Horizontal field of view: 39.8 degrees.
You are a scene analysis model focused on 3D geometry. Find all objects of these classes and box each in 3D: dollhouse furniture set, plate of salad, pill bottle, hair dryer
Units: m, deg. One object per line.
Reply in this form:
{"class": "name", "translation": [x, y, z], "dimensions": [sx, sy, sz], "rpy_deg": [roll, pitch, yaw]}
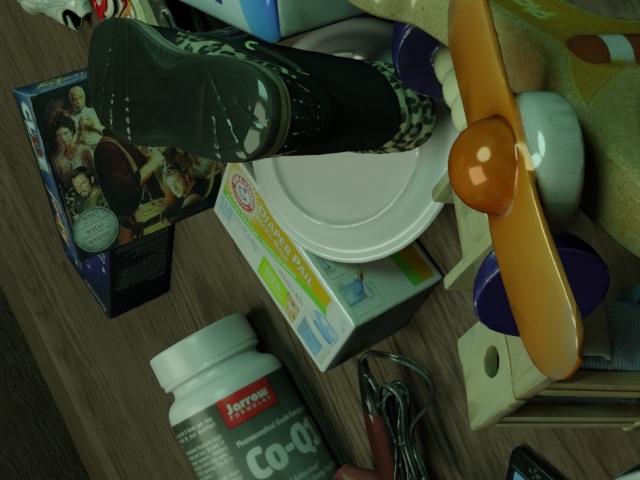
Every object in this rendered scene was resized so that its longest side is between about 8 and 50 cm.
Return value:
{"class": "dollhouse furniture set", "translation": [0.169, 0.018, 0.585], "dimensions": [0.129, 0.129, 0.183], "rpy_deg": [122, 148, -56]}
{"class": "plate of salad", "translation": [0.028, -0.081, 0.729], "dimensions": [0.200, 0.048, 0.199], "rpy_deg": [2, 93, 34]}
{"class": "pill bottle", "translation": [-0.091, 0.245, 1.119], "dimensions": [0.283, 0.161, 0.161], "rpy_deg": [61, 151, 6]}
{"class": "hair dryer", "translation": [0.089, 0.238, 0.917], "dimensions": [0.223, 0.080, 0.293], "rpy_deg": [64, 150, 17]}

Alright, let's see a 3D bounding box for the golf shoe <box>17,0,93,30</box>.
{"class": "golf shoe", "translation": [-0.365, -0.324, 1.222], "dimensions": [0.176, 0.069, 0.086], "rpy_deg": [0, 118, 60]}

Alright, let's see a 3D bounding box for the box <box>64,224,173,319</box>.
{"class": "box", "translation": [-0.308, -0.007, 1.332], "dimensions": [0.153, 0.108, 0.207], "rpy_deg": [49, 148, 25]}

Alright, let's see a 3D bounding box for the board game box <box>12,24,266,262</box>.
{"class": "board game box", "translation": [-0.151, -0.101, 0.853], "dimensions": [0.042, 0.243, 0.165], "rpy_deg": [25, 133, 50]}

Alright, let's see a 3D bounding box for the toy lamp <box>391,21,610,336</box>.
{"class": "toy lamp", "translation": [0.094, -0.072, 0.539], "dimensions": [0.080, 0.080, 0.274], "rpy_deg": [97, 168, -45]}

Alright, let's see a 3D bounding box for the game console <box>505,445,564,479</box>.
{"class": "game console", "translation": [0.182, 0.263, 0.773], "dimensions": [0.107, 0.071, 0.122], "rpy_deg": [39, 142, 38]}

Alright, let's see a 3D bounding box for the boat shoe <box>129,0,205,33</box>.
{"class": "boat shoe", "translation": [-0.161, -0.262, 0.927], "dimensions": [0.073, 0.080, 0.223], "rpy_deg": [-21, 79, 27]}

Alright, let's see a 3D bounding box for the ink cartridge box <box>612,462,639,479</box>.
{"class": "ink cartridge box", "translation": [0.311, 0.213, 0.549], "dimensions": [0.206, 0.045, 0.208], "rpy_deg": [58, 150, 12]}

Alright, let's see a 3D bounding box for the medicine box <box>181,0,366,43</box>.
{"class": "medicine box", "translation": [-0.066, -0.320, 0.639], "dimensions": [0.289, 0.149, 0.263], "rpy_deg": [35, 140, 43]}

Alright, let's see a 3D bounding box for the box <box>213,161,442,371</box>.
{"class": "box", "translation": [0.000, 0.000, 0.830], "dimensions": [0.203, 0.103, 0.114], "rpy_deg": [55, 151, 17]}

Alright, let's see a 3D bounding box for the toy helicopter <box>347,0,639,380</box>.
{"class": "toy helicopter", "translation": [0.120, -0.076, 0.435], "dimensions": [0.355, 0.235, 0.140], "rpy_deg": [42, 145, 35]}

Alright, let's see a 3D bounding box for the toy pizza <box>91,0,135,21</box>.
{"class": "toy pizza", "translation": [-0.235, -0.282, 1.070], "dimensions": [0.201, 0.032, 0.201], "rpy_deg": [39, 143, 38]}

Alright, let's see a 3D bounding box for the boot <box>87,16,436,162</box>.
{"class": "boot", "translation": [-0.050, -0.108, 0.653], "dimensions": [0.236, 0.179, 0.085], "rpy_deg": [24, 112, 44]}
